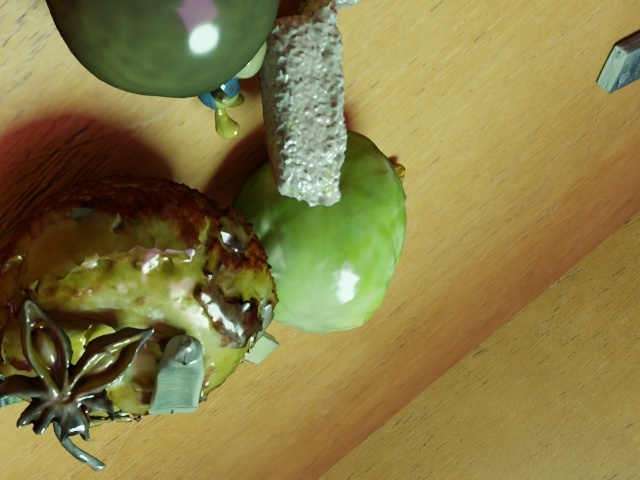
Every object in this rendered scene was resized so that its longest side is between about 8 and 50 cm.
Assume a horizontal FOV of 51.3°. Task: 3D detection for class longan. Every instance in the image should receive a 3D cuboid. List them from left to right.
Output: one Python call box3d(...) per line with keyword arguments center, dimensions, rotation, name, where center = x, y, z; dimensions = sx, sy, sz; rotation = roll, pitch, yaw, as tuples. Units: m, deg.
box3d(center=(-0.131, -0.213, 0.545), dimensions=(0.198, 0.198, 0.212), rotation=(-9, 141, -45), name="longan")

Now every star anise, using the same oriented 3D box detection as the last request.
box3d(center=(-0.256, 0.162, 0.718), dimensions=(0.148, 0.219, 0.227), rotation=(-24, -177, -26), name="star anise")

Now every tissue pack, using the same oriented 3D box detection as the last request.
box3d(center=(0.681, -0.396, 1.439), dimensions=(0.156, 0.051, 0.112), rotation=(-29, 150, -20), name="tissue pack")

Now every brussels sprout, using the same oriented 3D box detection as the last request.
box3d(center=(-0.004, -0.001, 0.962), dimensions=(0.273, 0.242, 0.317), rotation=(-35, 140, -63), name="brussels sprout")

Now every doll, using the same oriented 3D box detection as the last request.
box3d(center=(-0.101, -0.194, 0.725), dimensions=(0.088, 0.102, 0.179), rotation=(2, 150, 5), name="doll")

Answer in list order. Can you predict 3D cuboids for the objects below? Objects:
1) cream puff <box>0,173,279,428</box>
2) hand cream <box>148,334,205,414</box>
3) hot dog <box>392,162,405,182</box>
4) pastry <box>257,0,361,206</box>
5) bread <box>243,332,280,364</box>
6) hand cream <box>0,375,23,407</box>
box3d(center=(-0.217, 0.056, 0.791), dimensions=(0.350, 0.229, 0.351), rotation=(-5, 135, -5), name="cream puff")
box3d(center=(-0.155, 0.152, 0.728), dimensions=(0.057, 0.037, 0.165), rotation=(2, 142, -17), name="hand cream")
box3d(center=(0.086, -0.096, 1.160), dimensions=(0.144, 0.038, 0.062), rotation=(-26, 153, -21), name="hot dog")
box3d(center=(-0.019, -0.170, 0.767), dimensions=(0.112, 0.103, 0.265), rotation=(3, 99, -24), name="pastry")
box3d(center=(-0.139, 0.213, 1.359), dimensions=(0.068, 0.028, 0.153), rotation=(-42, 152, 4), name="bread")
box3d(center=(-0.375, 0.205, 1.028), dimensions=(0.235, 0.055, 0.086), rotation=(-11, 140, -32), name="hand cream")
